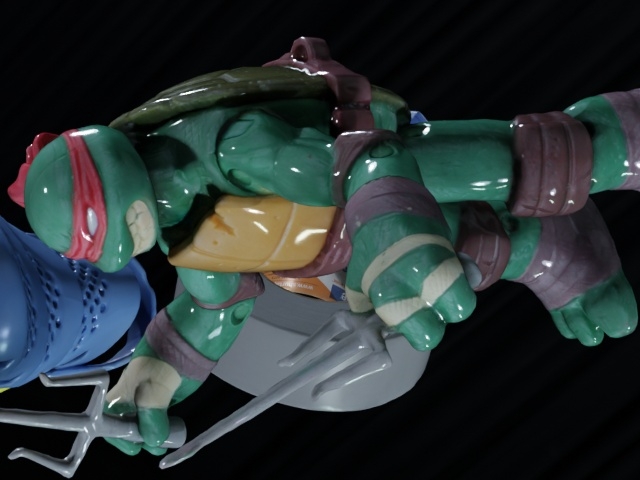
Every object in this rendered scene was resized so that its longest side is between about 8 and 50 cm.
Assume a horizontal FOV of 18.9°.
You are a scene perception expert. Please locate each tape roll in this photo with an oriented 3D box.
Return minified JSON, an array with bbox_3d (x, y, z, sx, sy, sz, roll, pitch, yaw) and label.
[{"bbox_3d":[-0.010,0.046,1.582,0.219,0.072,0.219,11,-150,-6],"label":"tape roll"}]

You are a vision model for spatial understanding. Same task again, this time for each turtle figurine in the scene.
[{"bbox_3d":[0.000,0.000,0.566,0.234,0.175,0.118,-6,-97,-25],"label":"turtle figurine"}]

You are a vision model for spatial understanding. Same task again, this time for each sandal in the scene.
[{"bbox_3d":[-0.181,0.035,1.236,0.317,0.138,0.126,120,143,-87],"label":"sandal"}]

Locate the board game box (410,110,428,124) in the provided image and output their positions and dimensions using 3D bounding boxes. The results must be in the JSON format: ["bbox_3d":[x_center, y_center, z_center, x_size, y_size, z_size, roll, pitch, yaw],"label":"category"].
[{"bbox_3d":[0.032,-0.066,1.501,0.020,0.090,0.090,48,165,-22],"label":"board game box"}]
